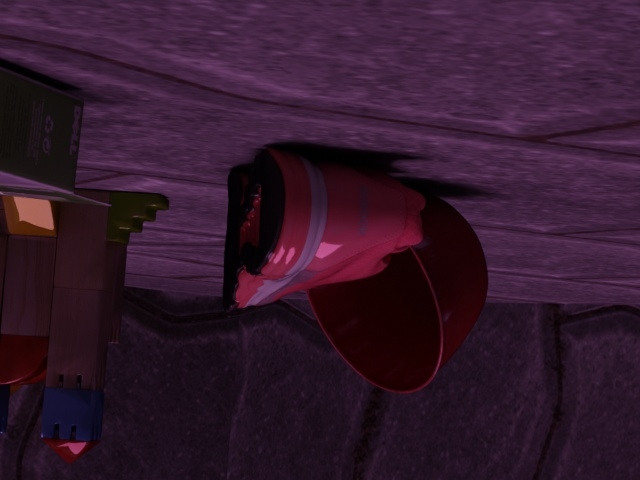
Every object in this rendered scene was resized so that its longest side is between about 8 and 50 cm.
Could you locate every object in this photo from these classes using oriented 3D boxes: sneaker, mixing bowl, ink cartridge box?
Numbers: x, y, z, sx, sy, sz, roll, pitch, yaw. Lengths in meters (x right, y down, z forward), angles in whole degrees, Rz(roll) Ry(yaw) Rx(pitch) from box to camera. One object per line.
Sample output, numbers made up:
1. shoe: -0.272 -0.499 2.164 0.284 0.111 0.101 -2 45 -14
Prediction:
1. sneaker: 0.000 0.001 1.492 0.136 0.116 0.314 4 176 -10
2. mixing bowl: 0.074 0.026 1.597 0.098 0.181 0.181 -26 -167 -32
3. ink cartridge box: -0.212 -0.066 1.138 0.109 0.062 0.209 5 176 20

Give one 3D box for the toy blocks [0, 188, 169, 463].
1. toy blocks: -0.345 0.076 1.866 0.381 0.261 0.191 4 176 7
